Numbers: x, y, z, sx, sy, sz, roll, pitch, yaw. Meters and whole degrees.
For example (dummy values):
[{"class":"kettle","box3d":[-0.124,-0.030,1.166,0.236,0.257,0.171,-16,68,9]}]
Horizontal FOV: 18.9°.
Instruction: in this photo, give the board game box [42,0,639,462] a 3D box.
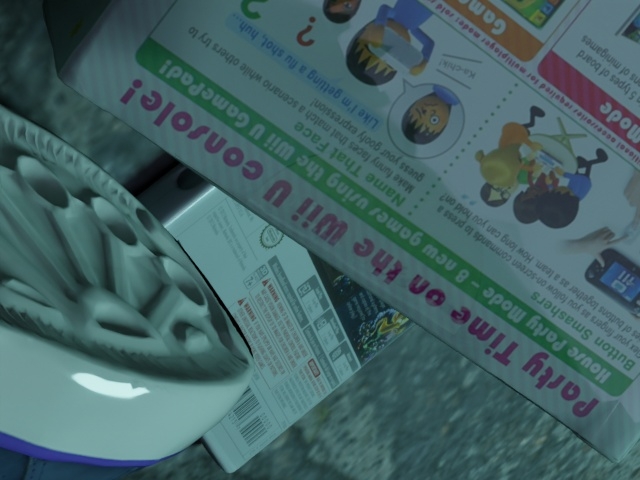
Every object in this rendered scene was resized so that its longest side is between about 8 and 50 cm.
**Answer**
[{"class":"board game box","box3d":[0.094,-0.116,0.577,0.224,0.097,0.303,35,100,-22]}]

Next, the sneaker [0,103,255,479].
[{"class":"sneaker","box3d":[-0.187,0.069,0.563,0.236,0.130,0.323,-43,156,19]}]

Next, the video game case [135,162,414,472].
[{"class":"video game case","box3d":[0.000,0.000,0.786,0.173,0.022,0.190,-38,149,-9]}]
